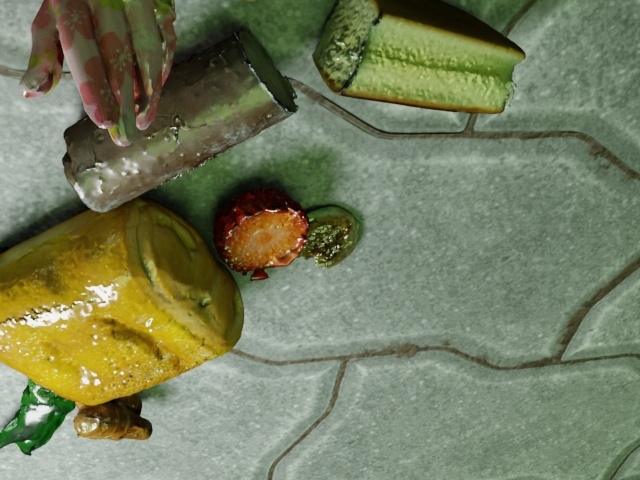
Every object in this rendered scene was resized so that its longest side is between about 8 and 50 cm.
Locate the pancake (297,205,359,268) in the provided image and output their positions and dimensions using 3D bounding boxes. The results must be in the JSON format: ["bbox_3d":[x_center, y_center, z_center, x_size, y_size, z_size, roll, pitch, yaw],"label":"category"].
[{"bbox_3d":[0.003,-0.005,1.234,0.129,0.022,0.116,13,126,-36],"label":"pancake"}]

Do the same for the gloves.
[{"bbox_3d":[-0.216,-0.207,0.802,0.145,0.241,0.126,9,128,-28],"label":"gloves"}]

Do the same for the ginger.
[{"bbox_3d":[-0.349,0.282,1.322,0.073,0.103,0.162,-28,149,18],"label":"ginger"}]

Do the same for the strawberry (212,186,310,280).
[{"bbox_3d":[-0.085,-0.018,1.141,0.145,0.086,0.145,-9,132,-10],"label":"strawberry"}]

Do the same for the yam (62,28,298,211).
[{"bbox_3d":[-0.174,-0.146,0.966,0.280,0.131,0.131,-26,135,8],"label":"yam"}]

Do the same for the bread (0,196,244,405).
[{"bbox_3d":[-0.288,0.114,1.128,0.337,0.148,0.328,-21,136,12],"label":"bread"}]

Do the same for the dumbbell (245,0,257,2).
[{"bbox_3d":[-0.111,-0.309,0.885,0.118,0.046,0.052,20,117,-33],"label":"dumbbell"}]

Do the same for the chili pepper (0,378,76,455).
[{"bbox_3d":[-0.463,0.289,1.312,0.098,0.061,0.224,9,126,-36],"label":"chili pepper"}]

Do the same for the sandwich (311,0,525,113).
[{"bbox_3d":[0.125,-0.231,0.994,0.236,0.128,0.122,7,125,-27],"label":"sandwich"}]
